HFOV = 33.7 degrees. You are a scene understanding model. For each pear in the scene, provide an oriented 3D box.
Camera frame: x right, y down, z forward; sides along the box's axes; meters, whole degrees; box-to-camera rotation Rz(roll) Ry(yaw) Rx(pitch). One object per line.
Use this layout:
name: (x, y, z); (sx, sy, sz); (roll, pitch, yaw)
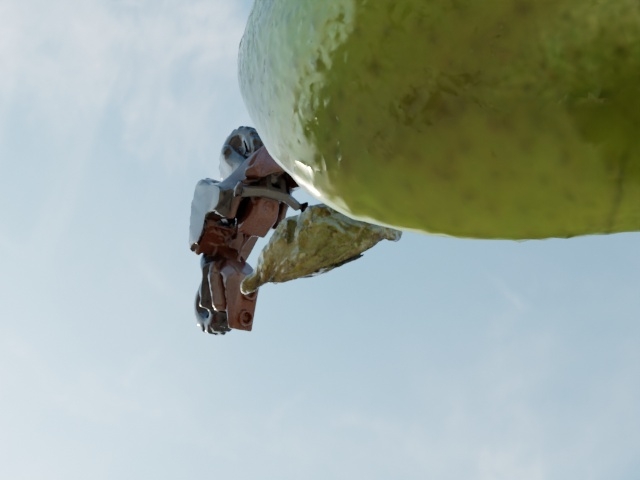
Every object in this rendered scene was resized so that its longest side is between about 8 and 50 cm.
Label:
pear: (0.063, -0.127, 0.420); (0.239, 0.288, 0.139); (-25, -42, 8)

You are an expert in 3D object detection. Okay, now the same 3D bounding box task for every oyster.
oyster: (0.000, 0.000, 0.592); (0.080, 0.083, 0.038); (-26, -92, 25)

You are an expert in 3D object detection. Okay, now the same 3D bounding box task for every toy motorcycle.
toy motorcycle: (-0.074, -0.011, 1.031); (0.084, 0.118, 0.213); (14, -99, -40)
